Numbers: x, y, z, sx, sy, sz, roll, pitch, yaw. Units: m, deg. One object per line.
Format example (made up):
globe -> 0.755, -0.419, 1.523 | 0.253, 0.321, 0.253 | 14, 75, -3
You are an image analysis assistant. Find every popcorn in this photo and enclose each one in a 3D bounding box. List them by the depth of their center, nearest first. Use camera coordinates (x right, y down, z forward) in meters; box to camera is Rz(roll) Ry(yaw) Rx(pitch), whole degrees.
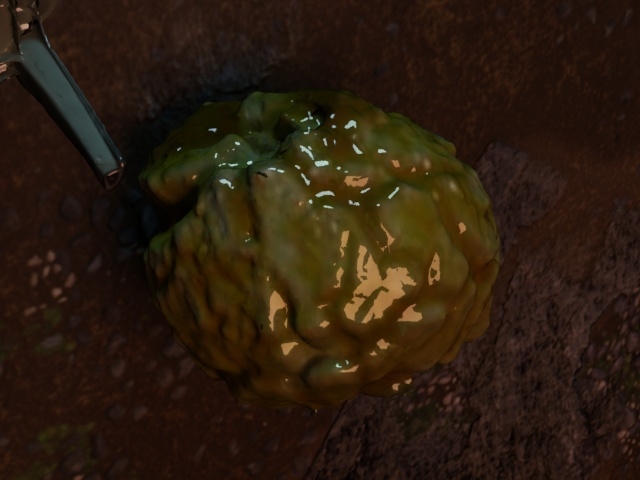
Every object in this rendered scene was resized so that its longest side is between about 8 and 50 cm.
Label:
popcorn -> 0.007, 0.007, 1.152 | 0.282, 0.282, 0.247 | -4, 94, -36

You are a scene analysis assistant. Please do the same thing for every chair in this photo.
chair -> -0.236, -0.115, 0.887 | 0.203, 0.274, 0.190 | -23, 129, -10
